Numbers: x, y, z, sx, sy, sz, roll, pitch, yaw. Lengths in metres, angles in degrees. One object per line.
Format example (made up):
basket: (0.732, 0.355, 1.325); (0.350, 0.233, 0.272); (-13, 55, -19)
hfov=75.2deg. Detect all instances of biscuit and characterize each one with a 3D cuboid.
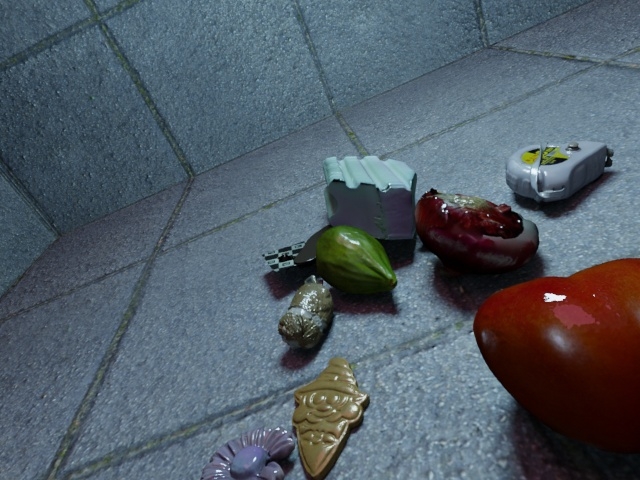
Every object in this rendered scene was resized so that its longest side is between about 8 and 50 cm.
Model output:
biscuit: (0.013, 0.321, 0.785); (0.162, 0.035, 0.250); (-18, 31, 22)

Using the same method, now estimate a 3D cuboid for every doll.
doll: (-0.022, 0.166, 0.993); (0.115, 0.105, 0.221); (-57, -1, 35)

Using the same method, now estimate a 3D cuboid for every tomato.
tomato: (0.367, 0.151, 0.552); (0.298, 0.298, 0.227); (-18, 70, 14)

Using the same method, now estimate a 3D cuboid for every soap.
soap: (0.144, -0.141, 1.221); (0.260, 0.156, 0.446); (-1, 19, -2)

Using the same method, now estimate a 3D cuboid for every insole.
insole: (0.000, 0.000, 1.269); (0.111, 0.007, 0.328); (-12, 17, 24)

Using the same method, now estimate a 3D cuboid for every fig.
fig: (0.099, 0.053, 1.031); (0.233, 0.167, 0.167); (12, 43, 25)

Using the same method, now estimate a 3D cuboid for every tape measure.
tape measure: (0.585, -0.183, 1.072); (0.236, 0.120, 0.197); (-31, 35, -20)

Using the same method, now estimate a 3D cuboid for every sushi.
sushi: (-0.023, 0.045, 1.244); (0.279, 0.043, 0.192); (-18, 19, -17)

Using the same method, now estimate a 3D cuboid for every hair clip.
hair clip: (-0.143, 0.433, 0.674); (0.172, 0.069, 0.301); (-13, 30, 21)

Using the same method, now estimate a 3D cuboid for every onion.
onion: (0.335, 0.001, 0.939); (0.271, 0.195, 0.272); (13, 26, -6)

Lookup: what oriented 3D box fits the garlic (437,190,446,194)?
garlic: (0.326, -0.056, 1.109); (0.174, 0.099, 0.124); (-40, 51, -18)
